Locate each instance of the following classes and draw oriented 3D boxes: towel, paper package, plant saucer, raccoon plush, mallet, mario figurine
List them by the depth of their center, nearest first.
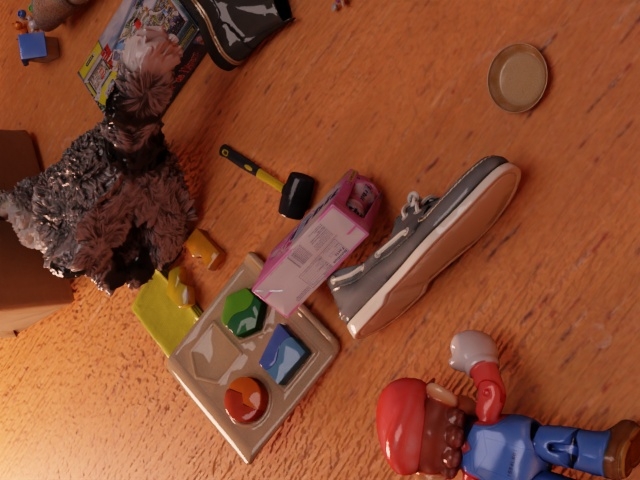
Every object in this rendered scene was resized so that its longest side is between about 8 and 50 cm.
[{"bbox_3d":[0.216,0.231,1.445,0.321,0.170,0.198,14,63,29],"label":"mario figurine"},{"bbox_3d":[0.236,-0.192,1.467,0.083,0.015,0.083,-1,89,41],"label":"plant saucer"},{"bbox_3d":[-0.077,-0.100,1.723,0.190,0.039,0.062,41,117,37],"label":"mallet"},{"bbox_3d":[-0.326,-0.135,1.831,0.299,0.216,0.446,36,110,40],"label":"raccoon plush"},{"bbox_3d":[-0.202,0.144,1.836,0.237,0.021,0.102,48,118,30],"label":"towel"},{"bbox_3d":[-0.590,-0.010,1.976,0.168,0.309,0.324,-28,74,37],"label":"paper package"}]

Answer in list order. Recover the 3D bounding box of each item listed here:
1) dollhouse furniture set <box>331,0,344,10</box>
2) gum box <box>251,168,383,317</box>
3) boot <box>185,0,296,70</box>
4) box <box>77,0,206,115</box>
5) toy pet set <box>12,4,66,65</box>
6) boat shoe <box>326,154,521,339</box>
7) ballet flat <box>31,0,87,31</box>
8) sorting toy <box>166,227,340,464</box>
[{"bbox_3d":[0.022,-0.367,1.654,0.114,0.091,0.081,-114,8,-46],"label":"dollhouse furniture set"},{"bbox_3d":[0.000,0.000,1.599,0.062,0.107,0.188,39,121,-9],"label":"gum box"},{"bbox_3d":[-0.119,-0.358,1.740,0.137,0.077,0.197,-29,85,32],"label":"boot"},{"bbox_3d":[-0.265,-0.283,1.873,0.233,0.044,0.159,-50,61,29],"label":"box"},{"bbox_3d":[-0.480,-0.347,2.041,0.122,0.065,0.114,-15,80,40],"label":"toy pet set"},{"bbox_3d":[0.114,-0.007,1.508,0.319,0.116,0.099,-50,64,35],"label":"boat shoe"},{"bbox_3d":[-0.363,-0.462,1.922,0.106,0.107,0.316,27,108,23],"label":"ballet flat"},{"bbox_3d":[-0.132,0.132,1.743,0.307,0.041,0.229,45,107,31],"label":"sorting toy"}]
